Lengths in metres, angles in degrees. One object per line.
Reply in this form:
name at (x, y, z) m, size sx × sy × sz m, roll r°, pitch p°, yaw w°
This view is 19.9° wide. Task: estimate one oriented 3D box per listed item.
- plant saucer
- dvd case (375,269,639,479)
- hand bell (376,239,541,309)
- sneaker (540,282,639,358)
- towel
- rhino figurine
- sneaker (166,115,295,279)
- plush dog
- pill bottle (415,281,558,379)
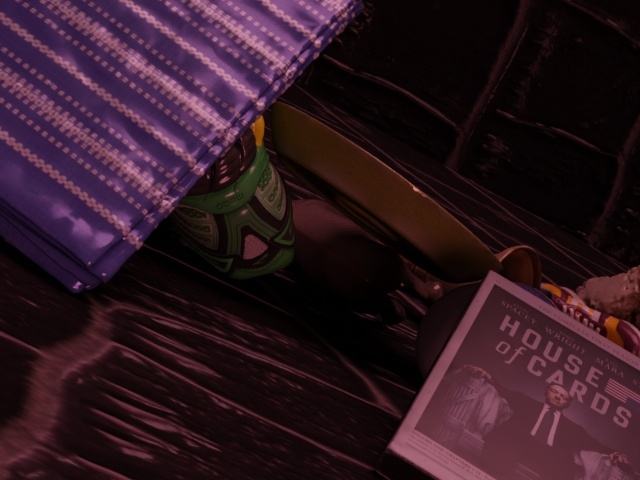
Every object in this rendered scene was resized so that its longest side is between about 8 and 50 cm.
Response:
plant saucer at (0.047, -0.032, 1.541) m, size 0.241 × 0.037 × 0.241 m, roll 35°, pitch -4°, yaw 2°
dvd case at (0.156, 0.131, 1.275) m, size 0.179 × 0.029 × 0.239 m, roll 31°, pitch 37°, yaw 4°
hand bell at (0.091, 0.028, 1.861) m, size 0.242 × 0.126 × 0.126 m, roll 22°, pitch 2°, yaw 33°
sneaker at (0.315, 0.108, 2.244) m, size 0.084 × 0.069 × 0.185 m, roll 12°, pitch 13°, yaw -41°
towel at (-0.150, -0.139, 1.282) m, size 0.243 × 0.336 × 0.040 m, roll 37°, pitch -32°, yaw 8°
rhino figurine at (0.000, 0.000, 1.718) m, size 0.243 × 0.073 × 0.106 m, roll 36°, pitch 7°, yaw 39°
sneaker at (-0.105, -0.057, 1.566) m, size 0.343 × 0.134 × 0.146 m, roll -118°, pitch -174°, yaw -69°
plush dog at (0.480, 0.132, 2.335) m, size 0.225 × 0.210 × 0.262 m, roll 54°, pitch -7°, yaw -36°
pill bottle at (0.158, 0.091, 1.594) m, size 0.112 × 0.112 × 0.186 m, roll 33°, pitch 9°, yaw 15°
